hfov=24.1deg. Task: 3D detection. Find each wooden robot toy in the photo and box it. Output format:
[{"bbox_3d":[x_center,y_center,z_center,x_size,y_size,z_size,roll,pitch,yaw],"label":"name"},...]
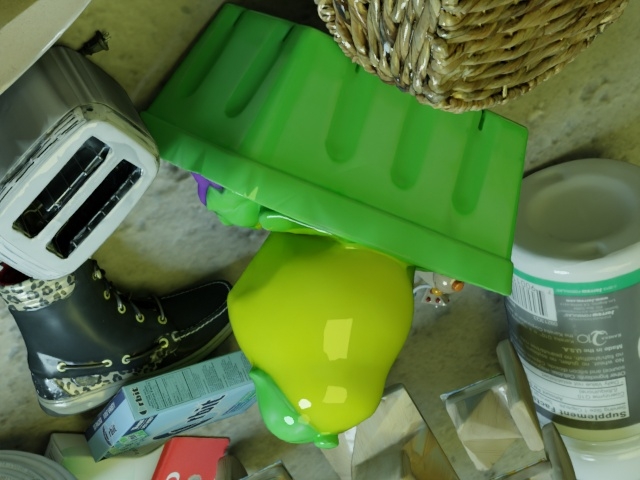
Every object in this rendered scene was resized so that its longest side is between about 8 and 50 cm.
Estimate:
[{"bbox_3d":[0.145,0.023,1.678,0.076,0.079,0.173,-15,127,-19],"label":"wooden robot toy"}]

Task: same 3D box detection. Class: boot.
[{"bbox_3d":[-0.203,0.060,1.517,0.236,0.085,0.178,-26,126,-12],"label":"boot"}]

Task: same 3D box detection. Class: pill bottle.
[{"bbox_3d":[0.322,0.102,1.743,0.204,0.204,0.361,-25,129,-12],"label":"pill bottle"}]

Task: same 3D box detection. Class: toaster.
[{"bbox_3d":[-0.240,-0.073,1.367,0.227,0.146,0.129,-46,131,6],"label":"toaster"}]

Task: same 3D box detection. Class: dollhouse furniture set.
[{"bbox_3d":[0.126,0.318,1.765,0.362,0.256,0.394,-25,116,11],"label":"dollhouse furniture set"}]

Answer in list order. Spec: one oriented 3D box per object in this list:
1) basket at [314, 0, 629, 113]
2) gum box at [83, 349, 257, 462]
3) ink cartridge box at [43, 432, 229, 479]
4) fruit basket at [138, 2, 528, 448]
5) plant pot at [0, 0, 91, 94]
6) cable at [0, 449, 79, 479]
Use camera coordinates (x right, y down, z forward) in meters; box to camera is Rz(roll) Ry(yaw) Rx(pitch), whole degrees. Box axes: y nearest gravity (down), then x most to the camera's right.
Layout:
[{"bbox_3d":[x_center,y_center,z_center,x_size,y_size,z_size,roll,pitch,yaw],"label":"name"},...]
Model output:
[{"bbox_3d":[0.124,-0.262,1.357,0.299,0.223,0.213,-30,140,-38],"label":"basket"},{"bbox_3d":[-0.140,0.169,1.576,0.184,0.041,0.157,-15,164,-29],"label":"gum box"},{"bbox_3d":[-0.220,0.304,1.687,0.225,0.056,0.181,8,117,-30],"label":"ink cartridge box"},{"bbox_3d":[0.000,0.000,1.450,0.392,0.283,0.392,-11,111,-30],"label":"fruit basket"},{"bbox_3d":[-0.336,-0.193,1.190,0.284,0.284,0.191,-43,95,3],"label":"plant pot"},{"bbox_3d":[-0.349,0.311,1.489,0.257,0.257,0.089,-28,127,-34],"label":"cable"}]
